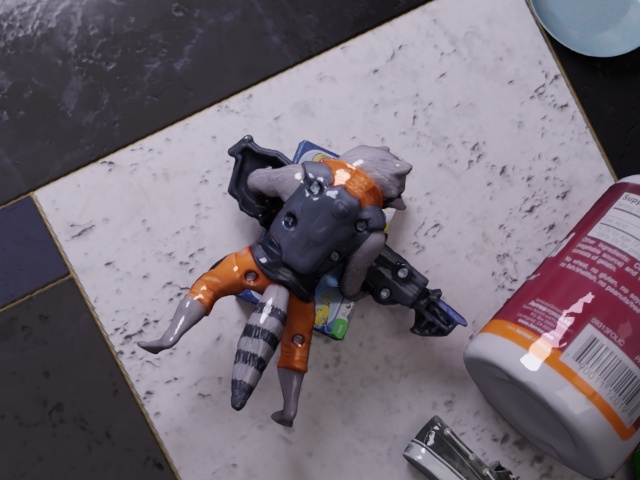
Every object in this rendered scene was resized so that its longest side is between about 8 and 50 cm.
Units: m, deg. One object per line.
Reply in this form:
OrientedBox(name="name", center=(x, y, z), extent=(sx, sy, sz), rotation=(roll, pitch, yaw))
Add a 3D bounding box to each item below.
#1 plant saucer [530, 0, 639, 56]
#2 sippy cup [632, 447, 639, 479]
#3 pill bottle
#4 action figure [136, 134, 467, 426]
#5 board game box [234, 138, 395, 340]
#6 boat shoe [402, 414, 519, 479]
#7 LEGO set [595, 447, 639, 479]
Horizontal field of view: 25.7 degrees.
OrientedBox(name="plant saucer", center=(0.342, -0.322, 1.761), extent=(0.195, 0.037, 0.195), rotation=(1, 85, -14))
OrientedBox(name="sippy cup", center=(0.522, 0.240, 1.644), extent=(0.240, 0.224, 0.305), rotation=(-24, 85, -24))
OrientedBox(name="pill bottle", center=(0.372, 0.065, 1.640), extent=(0.224, 0.224, 0.392), rotation=(46, 76, -6))
OrientedBox(name="action figure", center=(0.011, 0.048, 1.546), extent=(0.341, 0.178, 0.330), rotation=(31, 89, -8))
OrientedBox(name="board game box", center=(0.000, 0.000, 1.650), extent=(0.136, 0.035, 0.201), rotation=(24, 80, -11))
OrientedBox(name="boat shoe", center=(0.201, 0.295, 1.653), extent=(0.219, 0.078, 0.070), rotation=(41, 79, -6))
OrientedBox(name="LEGO set", center=(0.359, 0.268, 1.707), extent=(0.023, 0.083, 0.054), rotation=(28, 49, -31))
